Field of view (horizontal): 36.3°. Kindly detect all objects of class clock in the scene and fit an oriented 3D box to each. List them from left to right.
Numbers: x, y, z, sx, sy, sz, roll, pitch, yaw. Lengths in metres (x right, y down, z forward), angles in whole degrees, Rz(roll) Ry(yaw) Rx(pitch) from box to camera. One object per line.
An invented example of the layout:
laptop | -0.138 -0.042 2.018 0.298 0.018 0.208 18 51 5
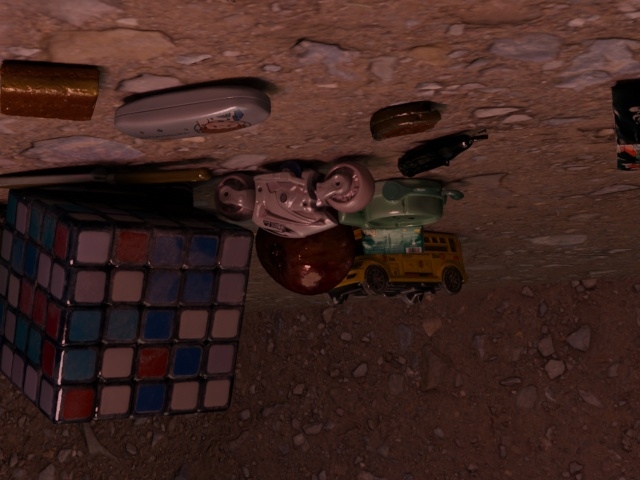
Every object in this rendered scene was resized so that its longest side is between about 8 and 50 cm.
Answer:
clock | 0.131 -0.059 1.578 0.148 0.060 0.189 7 167 -44

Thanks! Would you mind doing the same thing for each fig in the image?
fig | 0.001 0.004 1.709 0.207 0.175 0.175 -14 180 -37

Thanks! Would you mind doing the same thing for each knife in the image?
knife | -0.318 -0.092 1.384 0.343 0.027 0.061 -1 179 19

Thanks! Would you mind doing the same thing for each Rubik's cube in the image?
Rubik's cube | -0.303 0.086 1.462 0.293 0.286 0.292 2 -168 -38

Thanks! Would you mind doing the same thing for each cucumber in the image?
cucumber | 0.158 -0.115 1.290 0.043 0.038 0.163 -21 -177 -27

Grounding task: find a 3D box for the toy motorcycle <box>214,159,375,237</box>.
toy motorcycle | -0.041 -0.056 1.407 0.254 0.112 0.112 -5 171 27

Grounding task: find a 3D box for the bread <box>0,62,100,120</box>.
bread | -0.273 -0.149 0.983 0.095 0.035 0.090 2 171 -17

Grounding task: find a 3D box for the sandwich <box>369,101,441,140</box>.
sandwich | 0.099 -0.139 1.152 0.101 0.026 0.069 -7 169 31

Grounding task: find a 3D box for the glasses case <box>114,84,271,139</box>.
glasses case | -0.139 -0.137 1.055 0.179 0.045 0.067 -6 171 23

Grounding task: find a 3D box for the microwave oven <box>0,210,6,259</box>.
microwave oven | -0.602 0.014 1.576 0.129 0.163 0.205 -10 167 39

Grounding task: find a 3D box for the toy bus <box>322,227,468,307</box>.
toy bus | 0.148 0.053 2.032 0.330 0.152 0.144 3 165 -40

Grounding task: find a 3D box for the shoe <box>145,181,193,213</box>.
shoe | -0.225 -0.076 1.471 0.071 0.049 0.179 5 -170 -8

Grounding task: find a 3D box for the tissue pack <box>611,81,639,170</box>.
tissue pack | 0.407 -0.128 1.065 0.170 0.090 0.103 -5 168 18

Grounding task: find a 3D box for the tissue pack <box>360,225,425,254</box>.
tissue pack | 0.131 -0.027 1.768 0.111 0.079 0.085 -3 140 7

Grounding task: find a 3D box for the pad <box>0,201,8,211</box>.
pad | -0.464 -0.056 1.678 0.235 0.003 0.158 -5 171 26
